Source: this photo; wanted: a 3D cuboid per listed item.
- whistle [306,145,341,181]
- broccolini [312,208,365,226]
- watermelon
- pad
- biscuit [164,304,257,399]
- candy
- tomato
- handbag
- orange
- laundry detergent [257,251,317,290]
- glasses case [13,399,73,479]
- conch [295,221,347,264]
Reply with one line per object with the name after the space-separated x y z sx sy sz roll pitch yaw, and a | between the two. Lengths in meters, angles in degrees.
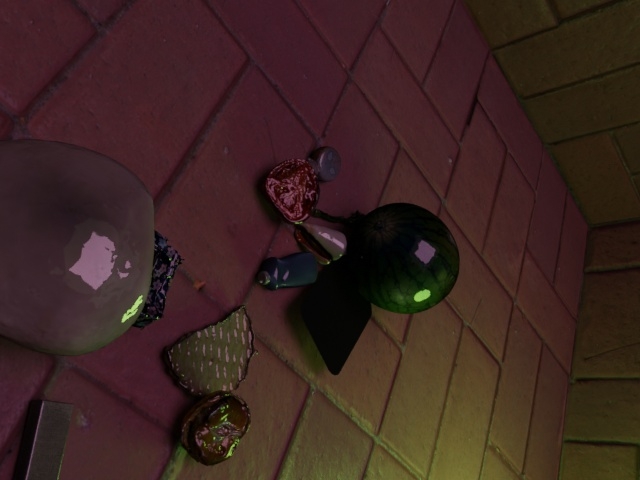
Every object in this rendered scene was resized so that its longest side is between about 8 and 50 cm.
-0.013 -0.217 1.930 0.220 0.057 0.107 -27 115 -44 | whistle
0.072 -0.069 1.995 0.254 0.057 0.071 13 29 -50 | broccolini
0.242 0.054 1.943 0.363 0.363 0.363 15 70 -47 | watermelon
0.046 0.236 1.916 0.315 0.063 0.375 64 32 -15 | pad
-0.249 0.284 1.547 0.273 0.036 0.187 -23 99 -50 | biscuit
-0.501 -0.012 1.149 0.427 0.186 0.386 18 63 -15 | candy
-0.081 -0.134 1.797 0.174 0.082 0.166 -43 100 -31 | tomato
-0.410 0.055 1.343 0.228 0.127 0.208 29 54 -33 | handbag
-0.244 0.418 1.466 0.170 0.112 0.160 -11 102 -27 | orange
-0.094 0.086 1.757 0.206 0.061 0.097 -10 97 -49 | laundry detergent
-0.518 0.401 1.197 0.071 0.047 0.205 27 61 -48 | glasses case
0.005 0.005 1.869 0.176 0.094 0.104 29 99 -37 | conch
